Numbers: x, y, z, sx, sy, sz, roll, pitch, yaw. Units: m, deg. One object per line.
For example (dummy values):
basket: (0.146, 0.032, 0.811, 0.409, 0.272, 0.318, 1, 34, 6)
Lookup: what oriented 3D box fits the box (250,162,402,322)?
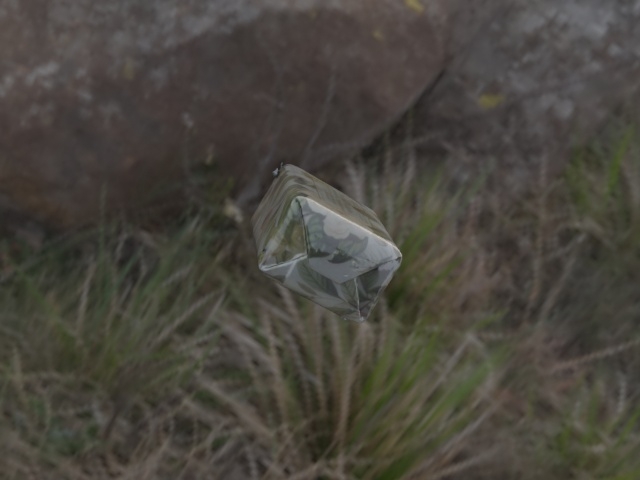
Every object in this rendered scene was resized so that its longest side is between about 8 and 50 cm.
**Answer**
box: (0.000, 0.000, 0.781, 0.062, 0.045, 0.098, 28, 7, -13)
